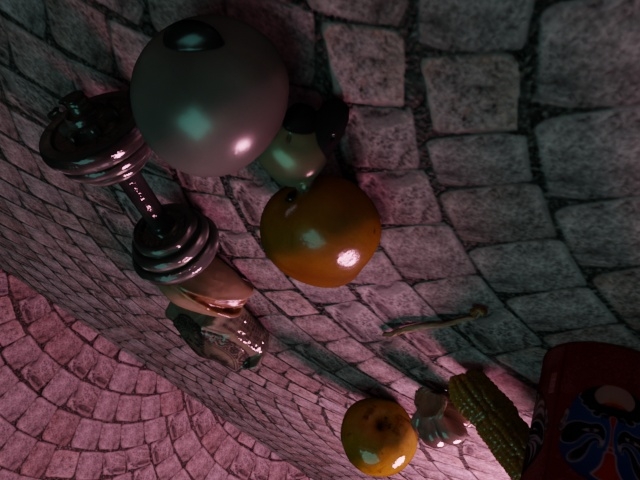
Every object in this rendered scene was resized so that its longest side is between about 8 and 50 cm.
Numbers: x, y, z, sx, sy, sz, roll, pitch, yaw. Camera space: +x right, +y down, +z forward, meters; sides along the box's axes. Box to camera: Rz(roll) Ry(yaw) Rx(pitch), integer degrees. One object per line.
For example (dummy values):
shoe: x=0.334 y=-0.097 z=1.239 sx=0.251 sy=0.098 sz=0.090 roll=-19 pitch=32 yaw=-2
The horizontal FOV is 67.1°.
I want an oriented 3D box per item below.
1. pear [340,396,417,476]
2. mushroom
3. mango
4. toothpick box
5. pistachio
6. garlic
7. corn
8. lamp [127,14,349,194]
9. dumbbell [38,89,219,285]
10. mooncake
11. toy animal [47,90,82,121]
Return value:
pear: x=0.155 y=0.531 z=1.310 sx=0.209 sy=0.208 sz=0.208 roll=20 pitch=147 yaw=14
mushroom: x=0.208 y=0.162 z=0.918 sx=0.028 sy=0.026 sz=0.286 roll=50 pitch=147 yaw=-4
mango: x=-0.006 y=-0.004 z=0.736 sx=0.176 sy=0.139 sz=0.254 roll=21 pitch=154 yaw=1
toothpick box: x=0.413 y=0.347 z=0.722 sx=0.204 sy=0.333 sz=0.204 roll=20 pitch=147 yaw=13
pistachio: x=-0.260 y=0.099 z=1.076 sx=0.215 sy=0.143 sz=0.144 roll=25 pitch=150 yaw=-17
garlic: x=0.296 y=0.427 z=1.142 sx=0.131 sy=0.127 sz=0.194 roll=-8 pitch=152 yaw=39
corn: x=0.352 y=0.366 z=0.904 sx=0.291 sy=0.101 sz=0.101 roll=53 pitch=170 yaw=44
lamp: x=-0.100 y=-0.154 z=0.581 sx=0.244 sy=0.197 sz=0.198 roll=20 pitch=155 yaw=-32
dumbbell: x=-0.309 y=-0.078 z=0.833 sx=0.179 sy=0.179 sz=0.406 roll=13 pitch=145 yaw=24
mooncake: x=-0.271 y=0.244 z=1.293 sx=0.250 sy=0.136 sz=0.254 roll=-3 pitch=135 yaw=46
toy animal: x=-0.441 y=-0.219 z=0.859 sx=0.136 sy=0.047 sz=0.065 roll=-3 pitch=144 yaw=33
